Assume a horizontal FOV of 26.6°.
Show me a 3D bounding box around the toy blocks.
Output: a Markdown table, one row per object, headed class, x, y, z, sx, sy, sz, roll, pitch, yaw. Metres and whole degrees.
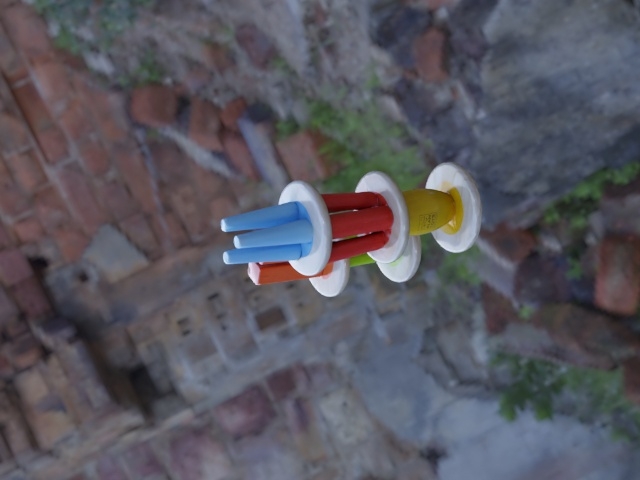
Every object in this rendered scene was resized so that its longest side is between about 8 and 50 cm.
| class | x | y | z | sx | sy | sz | roll | pitch | yaw |
| --- | --- | --- | --- | --- | --- | --- | --- | --- | --- |
| toy blocks | 0.000 | 0.000 | 0.773 | 0.123 | 0.148 | 0.054 | -33 | 69 | 59 |
